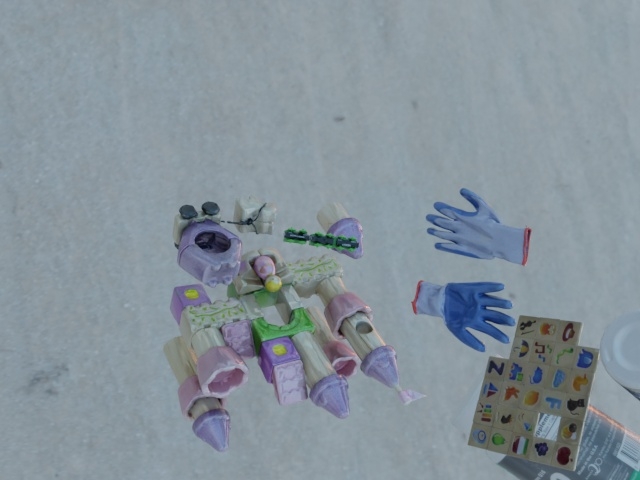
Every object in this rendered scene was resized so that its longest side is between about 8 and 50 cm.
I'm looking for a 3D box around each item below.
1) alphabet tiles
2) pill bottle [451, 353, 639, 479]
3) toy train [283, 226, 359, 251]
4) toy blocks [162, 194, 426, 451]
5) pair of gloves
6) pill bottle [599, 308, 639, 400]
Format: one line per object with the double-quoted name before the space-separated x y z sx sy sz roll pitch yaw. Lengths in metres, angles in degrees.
"alphabet tiles" 0.353 0.241 1.470 0.009 0.198 0.237 29 72 -42
"pill bottle" 0.458 0.394 1.775 0.361 0.204 0.204 33 45 9
"toy train" 0.000 0.000 0.956 0.083 0.024 0.017 9 83 -12
"toy blocks" -0.038 0.132 1.184 0.289 0.308 0.260 -11 47 -26
"pair of gloves" 0.188 0.036 1.131 0.023 0.159 0.198 -5 106 -46
"pill bottle" 0.404 0.151 1.058 0.169 0.094 0.094 34 53 -45
